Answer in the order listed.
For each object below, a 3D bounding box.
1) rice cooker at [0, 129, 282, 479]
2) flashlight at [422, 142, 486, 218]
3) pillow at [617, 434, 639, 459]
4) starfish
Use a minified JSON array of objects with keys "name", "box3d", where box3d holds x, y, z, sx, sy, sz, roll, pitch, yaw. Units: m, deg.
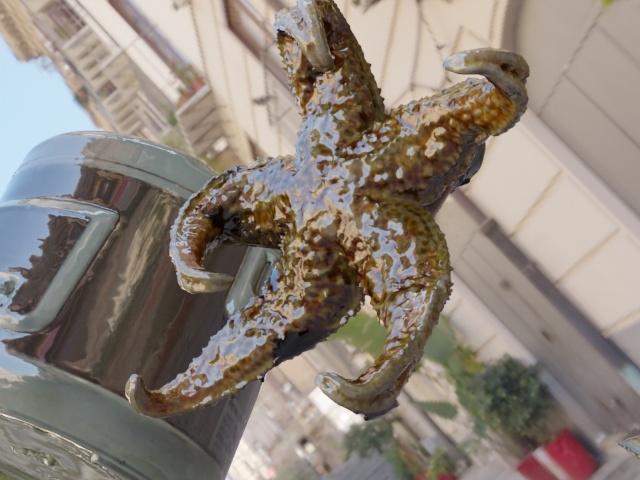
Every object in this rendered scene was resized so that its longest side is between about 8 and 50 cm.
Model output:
[{"name":"rice cooker","box3d":[-0.194,0.073,0.948,0.335,0.335,0.325,118,175,-61]},{"name":"flashlight","box3d":[0.118,-0.065,1.096,0.093,0.093,0.232,-51,0,39]},{"name":"pillow","box3d":[0.505,0.264,1.267,0.204,0.038,0.113,-9,9,-13]},{"name":"starfish","box3d":[-0.001,0.001,0.371,0.074,0.146,0.189,18,-74,-50]}]
